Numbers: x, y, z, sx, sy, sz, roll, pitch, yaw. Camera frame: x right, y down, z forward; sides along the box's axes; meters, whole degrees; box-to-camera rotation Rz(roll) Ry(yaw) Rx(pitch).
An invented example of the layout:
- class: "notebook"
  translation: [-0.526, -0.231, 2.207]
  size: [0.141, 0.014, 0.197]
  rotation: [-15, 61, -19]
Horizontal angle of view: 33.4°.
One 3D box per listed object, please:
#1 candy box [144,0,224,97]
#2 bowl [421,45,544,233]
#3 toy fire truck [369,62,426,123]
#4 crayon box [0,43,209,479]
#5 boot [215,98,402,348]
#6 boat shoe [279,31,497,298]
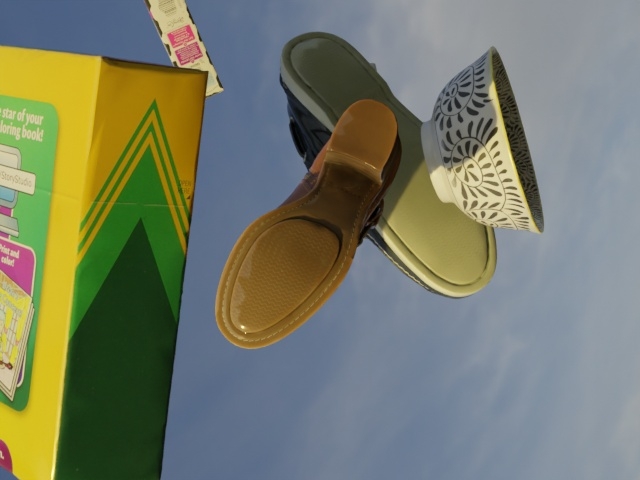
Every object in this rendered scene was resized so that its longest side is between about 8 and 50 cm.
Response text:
- class: "candy box"
  translation: [-0.265, -0.391, 1.987]
  size: [0.159, 0.071, 0.233]
  rotation: [-117, 3, -60]
- class: "bowl"
  translation: [0.137, -0.078, 0.942]
  size: [0.170, 0.080, 0.170]
  rotation: [-15, -90, -74]
- class: "toy fire truck"
  translation: [0.122, -0.148, 1.540]
  size: [0.217, 0.158, 0.246]
  rotation: [0, -95, -22]
- class: "crayon box"
  translation: [-0.251, -0.002, 0.882]
  size: [0.106, 0.363, 0.313]
  rotation: [3, -81, -43]
- class: "boot"
  translation: [0.000, 0.000, 0.774]
  size: [0.197, 0.073, 0.152]
  rotation: [-54, -7, -9]
- class: "boat shoe"
  translation: [0.058, -0.064, 1.122]
  size: [0.127, 0.340, 0.113]
  rotation: [-29, -22, -26]
